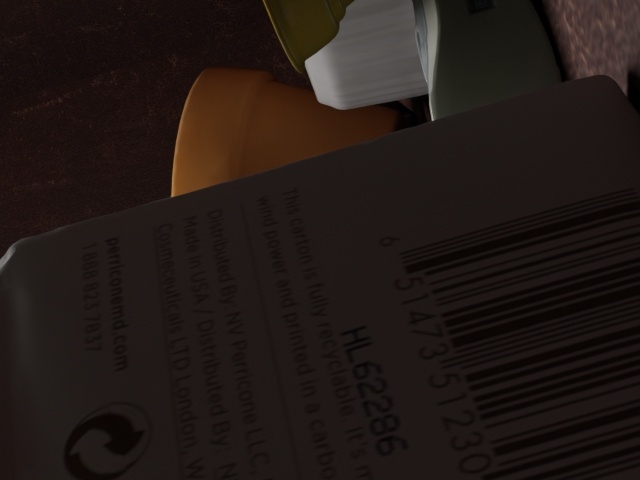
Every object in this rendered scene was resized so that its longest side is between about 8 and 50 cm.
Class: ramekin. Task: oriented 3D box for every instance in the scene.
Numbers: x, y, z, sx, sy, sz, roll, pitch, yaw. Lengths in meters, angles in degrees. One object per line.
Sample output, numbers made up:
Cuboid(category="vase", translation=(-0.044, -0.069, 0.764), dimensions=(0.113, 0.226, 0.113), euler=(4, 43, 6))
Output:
Cuboid(category="ramekin", translation=(0.024, -0.236, 0.929), dimensions=(0.273, 0.127, 0.273), euler=(-19, -90, -88))

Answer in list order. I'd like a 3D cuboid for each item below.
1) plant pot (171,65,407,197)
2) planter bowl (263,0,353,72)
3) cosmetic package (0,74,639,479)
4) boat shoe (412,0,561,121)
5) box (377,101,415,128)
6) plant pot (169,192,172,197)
Cuboid(category="plant pot", translation=(-0.016, -0.039, 1.162), dimensions=(0.291, 0.203, 0.291), euler=(1, -90, -78))
Cuboid(category="planter bowl", translation=(-0.004, -0.224, 0.696), dimensions=(0.217, 0.090, 0.217), euler=(-17, -90, -84))
Cuboid(category="cosmetic package", translation=(0.061, 0.198, 0.552), dimensions=(0.329, 0.327, 0.394), euler=(-107, 1, -49))
Cuboid(category="boat shoe", translation=(0.101, -0.126, 0.696), dimensions=(0.081, 0.079, 0.228), euler=(50, -151, -76))
Cuboid(category="box", translation=(0.000, 0.000, 1.433), dimensions=(0.183, 0.296, 0.294), euler=(-109, 3, -77))
Cuboid(category="plant pot", translation=(-0.009, 0.003, 1.840), dimensions=(0.353, 0.366, 0.366), euler=(62, -177, -19))
